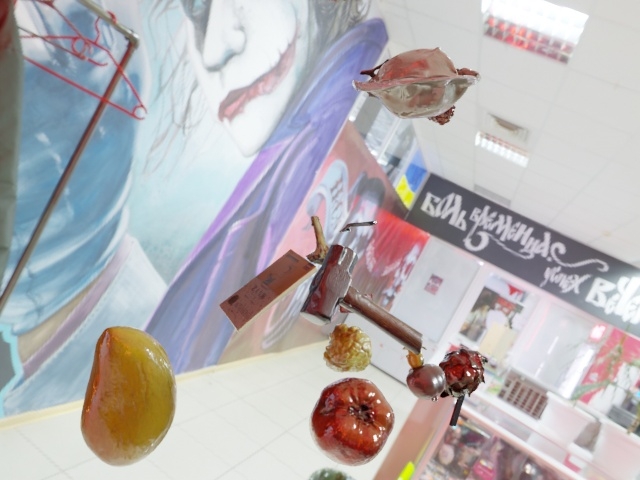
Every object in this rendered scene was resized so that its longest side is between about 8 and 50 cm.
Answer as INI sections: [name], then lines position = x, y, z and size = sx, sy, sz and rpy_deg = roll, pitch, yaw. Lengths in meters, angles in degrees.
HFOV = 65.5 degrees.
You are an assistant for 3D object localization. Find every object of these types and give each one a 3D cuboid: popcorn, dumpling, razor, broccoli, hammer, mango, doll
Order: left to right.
[mango]
position = -0.413, 0.347, 1.098
size = 0.195, 0.331, 0.142
rpy_deg = 12, 15, -21
[broccoli]
position = -0.002, 0.000, 1.999
size = 0.118, 0.203, 0.122
rpy_deg = -4, -9, -34
[popcorn]
position = 0.115, 0.497, 2.307
size = 0.206, 0.236, 0.251
rpy_deg = -4, 25, -27
[razor]
position = 0.156, -0.063, 2.012
size = 0.066, 0.033, 0.190
rpy_deg = -9, -2, -38
[hammer]
position = 0.153, 0.209, 1.492
size = 0.409, 0.242, 0.095
rpy_deg = 34, -26, -12
[dumpling]
position = 0.222, -0.343, 1.148
size = 0.293, 0.163, 0.204
rpy_deg = -3, 44, 4
[doll]
position = 0.333, 0.424, 1.605
size = 0.145, 0.188, 0.096
rpy_deg = 14, -35, -29

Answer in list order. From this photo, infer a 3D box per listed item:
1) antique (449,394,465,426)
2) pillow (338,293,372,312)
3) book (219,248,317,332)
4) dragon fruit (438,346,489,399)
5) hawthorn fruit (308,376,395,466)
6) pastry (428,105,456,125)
[antique]
position = 0.539, 0.625, 1.929
size = 0.031, 0.191, 0.015
rpy_deg = 24, -8, -35
[pillow]
position = 0.150, 0.271, 2.121
size = 0.185, 0.043, 0.118
rpy_deg = 9, 49, -23
[book]
position = -0.214, 0.191, 1.994
size = 0.032, 0.389, 0.269
rpy_deg = 58, -15, -27
[dragon fruit]
position = 0.524, 0.490, 1.853
size = 0.182, 0.182, 0.188
rpy_deg = 28, 41, 1
[hawthorn fruit]
position = 0.060, 0.456, 1.239
size = 0.208, 0.207, 0.243
rpy_deg = 28, -36, -1
[pastry]
position = 0.446, -0.527, 1.837
size = 0.115, 0.208, 0.097
rpy_deg = -6, 44, -6
